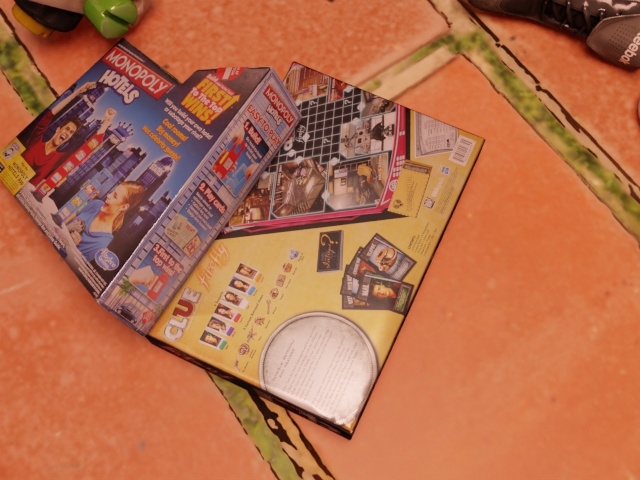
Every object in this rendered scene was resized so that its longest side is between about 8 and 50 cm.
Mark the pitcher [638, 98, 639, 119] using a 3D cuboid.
[{"bbox_3d":[0.351,-0.066,0.593,0.207,0.125,0.177,-5,54,10],"label":"pitcher"}]

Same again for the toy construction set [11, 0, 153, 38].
[{"bbox_3d":[-0.190,-0.293,0.580,0.257,0.309,0.237,-33,73,-2],"label":"toy construction set"}]

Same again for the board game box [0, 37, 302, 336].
[{"bbox_3d":[-0.121,-0.064,0.593,0.194,0.060,0.194,-44,53,-7],"label":"board game box"}]

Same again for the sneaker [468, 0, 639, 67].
[{"bbox_3d":[0.234,-0.190,0.652,0.234,0.078,0.106,1,67,-2],"label":"sneaker"}]

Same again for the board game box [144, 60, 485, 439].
[{"bbox_3d":[0.000,0.000,0.602,0.165,0.042,0.243,24,72,9],"label":"board game box"}]
